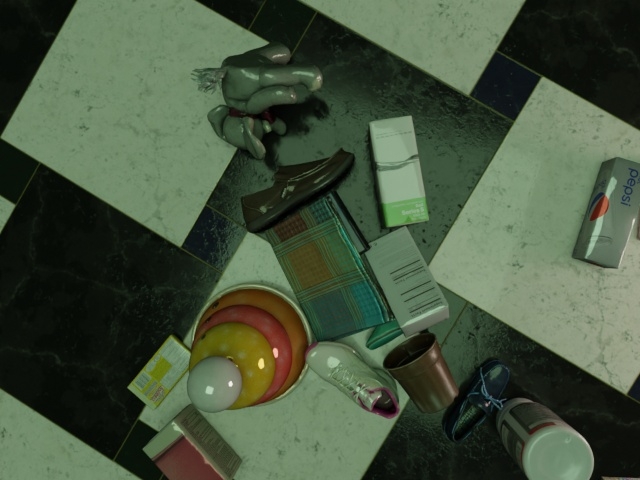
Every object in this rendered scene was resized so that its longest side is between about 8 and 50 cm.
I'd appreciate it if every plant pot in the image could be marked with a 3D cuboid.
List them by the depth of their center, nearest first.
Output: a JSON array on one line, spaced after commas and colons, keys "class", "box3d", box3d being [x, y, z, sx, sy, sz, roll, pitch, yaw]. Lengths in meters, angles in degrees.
[{"class": "plant pot", "box3d": [0.283, 0.365, 1.432, 0.167, 0.167, 0.165, -32, 96, 3]}]

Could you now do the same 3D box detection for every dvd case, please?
[{"class": "dvd case", "box3d": [0.000, 0.000, 1.444, 0.253, 0.022, 0.180, -33, 87, 39]}]

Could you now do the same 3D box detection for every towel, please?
[{"class": "towel", "box3d": [0.010, 0.094, 1.432, 0.271, 0.040, 0.370, -27, 91, 39]}]

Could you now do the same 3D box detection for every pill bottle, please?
[{"class": "pill bottle", "box3d": [0.555, 0.509, 1.342, 0.161, 0.283, 0.161, 0, 90, 4]}]

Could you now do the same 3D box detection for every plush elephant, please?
[{"class": "plush elephant", "box3d": [-0.177, -0.359, 1.429, 0.329, 0.256, 0.272, -22, 43, -27]}]

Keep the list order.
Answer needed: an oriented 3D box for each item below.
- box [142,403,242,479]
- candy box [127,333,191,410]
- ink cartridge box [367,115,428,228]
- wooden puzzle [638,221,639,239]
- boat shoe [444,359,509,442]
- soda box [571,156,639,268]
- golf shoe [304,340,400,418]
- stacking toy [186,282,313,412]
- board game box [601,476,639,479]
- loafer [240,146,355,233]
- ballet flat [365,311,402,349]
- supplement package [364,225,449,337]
[{"class": "box", "box3d": [-0.353, 0.602, 1.474, 0.127, 0.148, 0.232, -43, 86, 4]}, {"class": "candy box", "box3d": [-0.461, 0.386, 1.543, 0.105, 0.027, 0.206, 40, 93, 1]}, {"class": "ink cartridge box", "box3d": [0.203, -0.175, 1.411, 0.114, 0.198, 0.273, -9, 90, 4]}, {"class": "wooden puzzle", "box3d": [0.999, -0.098, 1.432, 0.238, 0.044, 0.221, 6, 90, 4]}, {"class": "boat shoe", "box3d": [0.444, 0.454, 1.448, 0.109, 0.089, 0.258, 29, 92, 3]}, {"class": "soda box", "box3d": [0.783, -0.073, 1.423, 0.098, 0.091, 0.287, 18, 91, 4]}, {"class": "golf shoe", "box3d": [0.096, 0.374, 1.414, 0.306, 0.140, 0.115, 31, 98, -14]}, {"class": "stacking toy", "box3d": [-0.208, 0.294, 1.299, 0.350, 0.480, 0.351, 0, 90, 4]}, {"class": "board game box", "box3d": [0.832, 0.735, 1.451, 0.103, 0.026, 0.154, 0, 90, 4]}, {"class": "loafer", "box3d": [-0.074, -0.161, 1.462, 0.365, 0.134, 0.130, -32, 88, 3]}, {"class": "ballet flat", "box3d": [0.228, 0.220, 1.478, 0.247, 0.083, 0.087, -26, 64, 3]}, {"class": "supplement package", "box3d": [0.227, 0.112, 1.400, 0.133, 0.139, 0.244, -26, 66, 4]}]
